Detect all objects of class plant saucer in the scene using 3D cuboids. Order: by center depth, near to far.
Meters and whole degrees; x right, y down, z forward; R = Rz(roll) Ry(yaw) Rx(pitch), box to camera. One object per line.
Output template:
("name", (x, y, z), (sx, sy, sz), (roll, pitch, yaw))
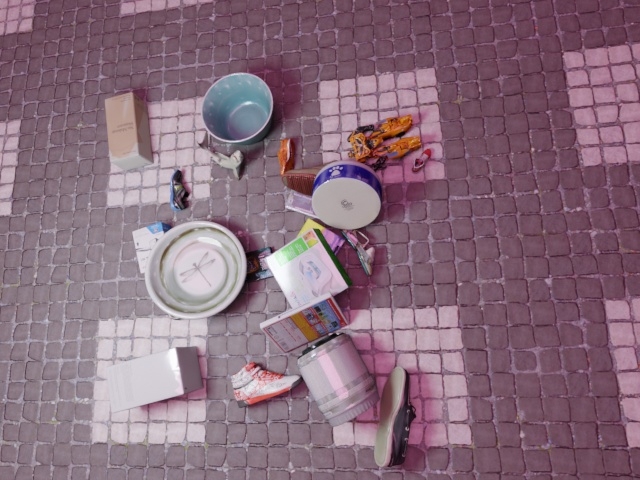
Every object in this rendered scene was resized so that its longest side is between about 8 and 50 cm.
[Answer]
("plant saucer", (-0.488, 0.122, 1.687), (0.401, 0.100, 0.400), (0, 73, 1))

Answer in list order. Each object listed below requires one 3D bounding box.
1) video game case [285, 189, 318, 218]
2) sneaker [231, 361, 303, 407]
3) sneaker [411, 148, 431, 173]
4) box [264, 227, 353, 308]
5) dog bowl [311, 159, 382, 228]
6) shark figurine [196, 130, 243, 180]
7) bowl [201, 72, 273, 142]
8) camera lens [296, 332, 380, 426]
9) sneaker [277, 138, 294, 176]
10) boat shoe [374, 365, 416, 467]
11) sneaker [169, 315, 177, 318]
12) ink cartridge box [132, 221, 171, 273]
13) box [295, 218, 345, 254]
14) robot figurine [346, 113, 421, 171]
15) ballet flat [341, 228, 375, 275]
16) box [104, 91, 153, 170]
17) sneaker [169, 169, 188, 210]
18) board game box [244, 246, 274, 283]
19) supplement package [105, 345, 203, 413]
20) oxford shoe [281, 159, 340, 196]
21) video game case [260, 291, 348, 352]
("video game case", (-0.031, -0.188, 1.751), (0.191, 0.022, 0.173), (19, 82, 13))
("sneaker", (-0.213, 0.526, 1.605), (0.270, 0.090, 0.144), (-23, 79, 7))
("sneaker", (0.409, -0.327, 1.682), (0.042, 0.067, 0.118), (34, 86, 13))
("box", (-0.045, 0.121, 1.616), (0.231, 0.127, 0.261), (-32, 82, 10))
("dog bowl", (0.100, -0.168, 1.594), (0.265, 0.264, 0.104), (-1, 46, 9))
("shark figurine", (-0.404, -0.372, 1.828), (0.278, 0.166, 0.116), (25, 58, 30))
("bowl", (-0.332, -0.533, 1.796), (0.312, 0.163, 0.311), (-2, 78, 9))
("camera lens", (0.059, 0.486, 1.501), (0.220, 0.219, 0.274), (-30, 76, 3))
("sneaker", (-0.151, -0.349, 1.791), (0.068, 0.064, 0.175), (-3, 73, 29))
("boat shoe", (0.284, 0.629, 1.496), (0.113, 0.127, 0.339), (17, 73, -17))
("sneaker", (-0.529, 0.272, 1.709), (0.192, 0.086, 0.064), (-27, 76, 3))
("ink cartridge box", (-0.701, 0.036, 1.788), (0.140, 0.082, 0.190), (-19, 76, 5))
("box", (0.000, 0.000, 1.697), (0.178, 0.042, 0.109), (30, 86, 13))
("robot figurine", (0.249, -0.402, 1.714), (0.291, 0.085, 0.211), (-18, 76, 5))
("ballet flat", (0.164, 0.029, 1.652), (0.079, 0.077, 0.221), (-30, 72, -1))
("box", (-0.865, -0.489, 1.897), (0.148, 0.121, 0.310), (-14, 77, 6))
("sneaker", (-0.618, -0.219, 1.841), (0.078, 0.067, 0.188), (-2, 76, -13))
("board game box", (-0.282, 0.108, 1.732), (0.186, 0.026, 0.126), (-14, 77, 6))
("supplement package", (-0.638, 0.534, 1.630), (0.293, 0.175, 0.177), (-16, 75, 6))
("oxford shoe", (0.019, -0.259, 1.703), (0.349, 0.123, 0.130), (6, 59, 7))
("video game case", (-0.056, 0.313, 1.575), (0.285, 0.204, 0.025), (-25, 43, 4))
